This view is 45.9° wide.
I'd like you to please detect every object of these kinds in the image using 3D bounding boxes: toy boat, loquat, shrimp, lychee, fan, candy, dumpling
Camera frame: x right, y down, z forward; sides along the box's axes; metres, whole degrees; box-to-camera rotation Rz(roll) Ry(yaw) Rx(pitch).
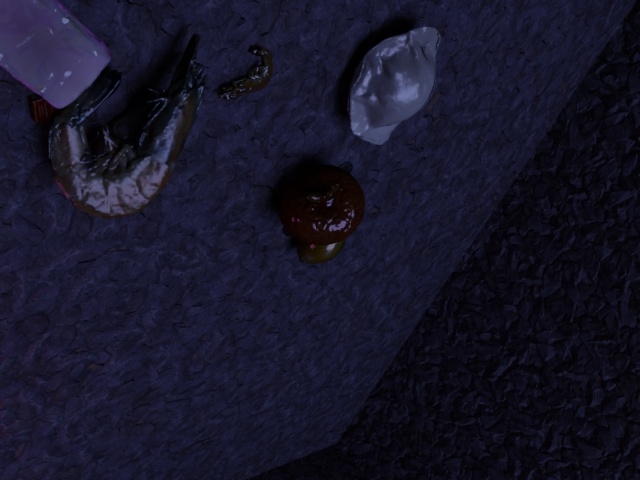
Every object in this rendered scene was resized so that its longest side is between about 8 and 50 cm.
[{"bbox_3d":[-0.388,-0.221,1.684,0.227,0.085,0.155,-33,149,-25],"label":"toy boat"},{"bbox_3d":[0.000,0.000,2.430,0.195,0.152,0.152,-35,154,11],"label":"loquat"},{"bbox_3d":[-0.390,-0.256,1.573,0.272,0.085,0.445,33,89,-36],"label":"shrimp"},{"bbox_3d":[0.006,-0.100,2.215,0.255,0.255,0.300,-42,-177,-9],"label":"lychee"},{"bbox_3d":[-0.502,-0.243,1.583,0.080,0.003,0.060,-42,152,-9],"label":"fan"},{"bbox_3d":[-0.507,-0.364,1.312,0.155,0.116,0.265,-44,150,0],"label":"candy"},{"bbox_3d":[-0.175,-0.401,1.806,0.178,0.034,0.124,-27,143,-36],"label":"shrimp"},{"bbox_3d":[0.199,-0.445,2.128,0.260,0.181,0.341,3,147,-44],"label":"dumpling"}]

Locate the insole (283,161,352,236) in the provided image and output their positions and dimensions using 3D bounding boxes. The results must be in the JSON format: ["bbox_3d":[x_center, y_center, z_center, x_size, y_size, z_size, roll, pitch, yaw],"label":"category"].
[{"bbox_3d":[-0.007,-0.130,2.402,0.309,0.012,0.110,-45,153,-6],"label":"insole"}]

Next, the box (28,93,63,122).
[{"bbox_3d":[-0.531,-0.270,1.490,0.082,0.023,0.051,-28,147,-32],"label":"box"}]
